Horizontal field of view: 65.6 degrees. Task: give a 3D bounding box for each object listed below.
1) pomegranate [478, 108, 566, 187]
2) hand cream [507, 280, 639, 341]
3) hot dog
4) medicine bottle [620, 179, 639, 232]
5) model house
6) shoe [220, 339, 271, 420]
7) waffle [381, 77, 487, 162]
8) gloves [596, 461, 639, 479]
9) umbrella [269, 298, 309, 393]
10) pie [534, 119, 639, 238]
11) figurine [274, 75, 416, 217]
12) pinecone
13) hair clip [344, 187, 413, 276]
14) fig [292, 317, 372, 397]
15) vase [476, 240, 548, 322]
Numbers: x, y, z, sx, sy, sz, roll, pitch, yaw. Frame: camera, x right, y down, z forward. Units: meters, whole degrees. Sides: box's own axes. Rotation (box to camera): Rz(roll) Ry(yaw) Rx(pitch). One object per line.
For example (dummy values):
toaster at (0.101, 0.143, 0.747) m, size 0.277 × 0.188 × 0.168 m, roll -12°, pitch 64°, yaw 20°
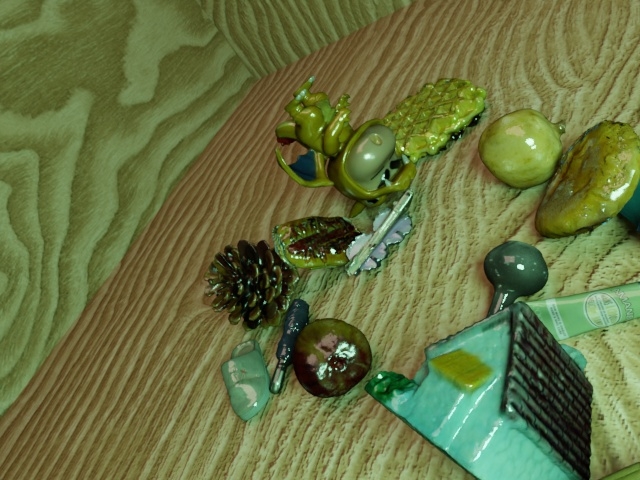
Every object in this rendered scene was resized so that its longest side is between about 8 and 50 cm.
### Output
pomegranate at (0.473, -0.216, 1.143) m, size 0.196 × 0.196 × 0.196 m, roll -27°, pitch 33°, yaw 20°
hand cream at (0.450, 0.125, 0.849) m, size 0.235 × 0.086 × 0.055 m, roll -20°, pitch -8°, yaw 25°
hot dog at (0.000, 0.000, 1.341) m, size 0.270 × 0.082 × 0.163 m, roll -9°, pitch 57°, yaw -24°
medicine bottle at (0.585, -0.070, 0.901) m, size 0.079 × 0.124 × 0.258 m, roll -60°, pitch 20°, yaw 27°
model house at (0.257, 0.213, 0.726) m, size 0.249 × 0.280 × 0.230 m, roll -52°, pitch 31°, yaw -12°
shoe at (-0.194, 0.327, 1.240) m, size 0.103 × 0.100 × 0.251 m, roll -35°, pitch 29°, yaw 7°
waffle at (0.335, -0.395, 1.616) m, size 0.379 × 0.095 × 0.382 m, roll -39°, pitch 29°, yaw 4°
gloves at (0.427, 0.321, 0.548) m, size 0.331 × 0.141 × 0.154 m, roll -24°, pitch 33°, yaw 24°
umbrella at (-0.073, 0.261, 1.239) m, size 0.071 × 0.071 × 0.248 m, roll -16°, pitch 42°, yaw 33°
pie at (0.511, -0.114, 0.972) m, size 0.273 × 0.069 × 0.273 m, roll -62°, pitch 6°, yaw 11°
figurine at (0.053, -0.263, 1.410) m, size 0.268 × 0.387 × 0.401 m, roll -47°, pitch 15°, yaw 12°
pinecone at (-0.194, 0.117, 1.353) m, size 0.264 × 0.264 × 0.264 m, roll -27°, pitch 33°, yaw 20°
hair clip at (0.163, -0.017, 1.294) m, size 0.106 × 0.084 × 0.292 m, roll 36°, pitch 77°, yaw 14°
fig at (0.010, 0.236, 1.122) m, size 0.170 × 0.145 × 0.274 m, roll -39°, pitch 18°, yaw -2°
vase at (0.358, 0.095, 0.950) m, size 0.120 × 0.120 × 0.183 m, roll 11°, pitch 71°, yaw 52°
